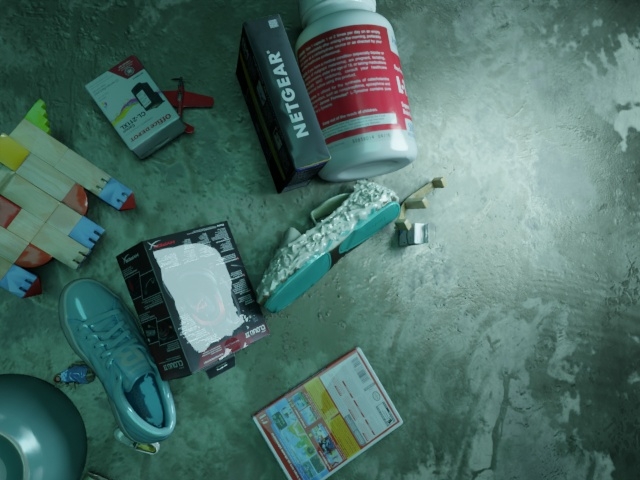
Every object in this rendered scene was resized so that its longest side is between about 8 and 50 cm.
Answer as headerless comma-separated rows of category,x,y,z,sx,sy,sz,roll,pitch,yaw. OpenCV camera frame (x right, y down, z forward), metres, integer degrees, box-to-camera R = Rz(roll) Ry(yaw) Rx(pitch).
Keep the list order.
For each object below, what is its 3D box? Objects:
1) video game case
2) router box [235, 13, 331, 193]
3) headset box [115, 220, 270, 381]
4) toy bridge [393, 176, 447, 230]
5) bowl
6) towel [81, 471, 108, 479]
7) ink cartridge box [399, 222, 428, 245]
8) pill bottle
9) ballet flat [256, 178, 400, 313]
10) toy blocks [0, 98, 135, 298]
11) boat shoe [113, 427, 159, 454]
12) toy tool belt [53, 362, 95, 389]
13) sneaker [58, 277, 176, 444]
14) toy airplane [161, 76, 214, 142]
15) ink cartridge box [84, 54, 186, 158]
video game case,0.019,0.401,1.206,0.285,0.025,0.204,-30,91,-14
router box,-0.089,-0.275,1.150,0.081,0.243,0.309,-19,89,-14
headset box,-0.245,0.129,1.085,0.218,0.110,0.293,-20,88,-51
toy bridge,0.228,-0.088,1.284,0.188,0.063,0.026,-46,118,-28
bowl,-0.615,0.415,0.996,0.311,0.163,0.311,1,83,-11
towel,-0.414,0.672,1.074,0.312,0.056,0.324,32,80,-4
ink cartridge box,0.219,-0.014,1.266,0.028,0.083,0.048,5,82,-24
pill bottle,0.068,-0.352,1.199,0.229,0.229,0.408,-10,86,-13
ballet flat,0.000,0.000,1.206,0.409,0.147,0.147,-36,92,-20
toy blocks,-0.555,-0.042,1.071,0.261,0.191,0.381,36,77,-18
boat shoe,-0.380,0.415,1.111,0.100,0.035,0.035,31,78,-8
toy tool belt,-0.503,0.276,1.092,0.083,0.051,0.052,-8,85,-13
sneaker,-0.380,0.228,1.058,0.135,0.150,0.366,-33,97,-42
toy airplane,-0.319,-0.298,1.211,0.151,0.028,0.151,1,83,-10
ink cartridge box,-0.393,-0.284,1.155,0.127,0.072,0.175,-37,85,-7
